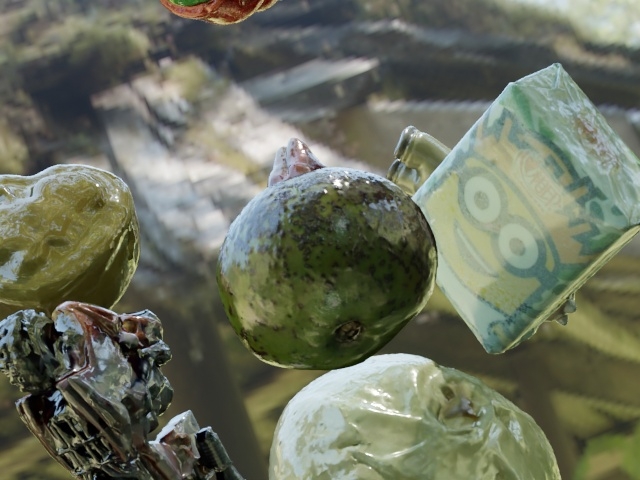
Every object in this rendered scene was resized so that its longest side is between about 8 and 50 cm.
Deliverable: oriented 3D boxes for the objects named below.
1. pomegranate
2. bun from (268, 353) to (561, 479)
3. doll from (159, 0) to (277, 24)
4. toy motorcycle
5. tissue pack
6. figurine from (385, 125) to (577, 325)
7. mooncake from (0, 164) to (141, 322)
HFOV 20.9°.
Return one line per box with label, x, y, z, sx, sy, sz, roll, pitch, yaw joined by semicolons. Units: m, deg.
pomegranate;0.000;0.000;1.668;0.214;0.247;0.214;-9;-37;-7
bun;0.127;0.262;2.025;0.364;0.364;0.202;-5;-42;-37
doll;-0.161;-0.402;2.507;0.160;0.182;0.363;-30;-23;32
toy motorcycle;-0.181;0.213;1.822;0.134;0.401;0.207;-27;14;34
tissue pack;0.253;-0.034;2.129;0.128;0.228;0.311;-26;-16;-41
figurine;0.271;-0.043;2.724;0.203;0.381;0.248;-24;-37;-51
mooncake;-0.330;0.011;2.036;0.235;0.235;0.117;-17;-46;-10
